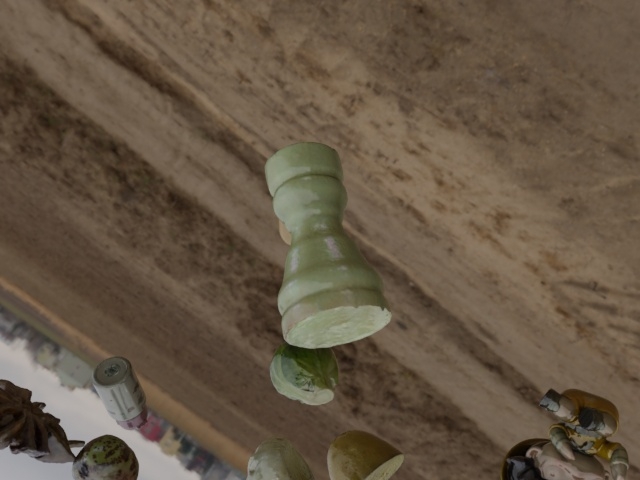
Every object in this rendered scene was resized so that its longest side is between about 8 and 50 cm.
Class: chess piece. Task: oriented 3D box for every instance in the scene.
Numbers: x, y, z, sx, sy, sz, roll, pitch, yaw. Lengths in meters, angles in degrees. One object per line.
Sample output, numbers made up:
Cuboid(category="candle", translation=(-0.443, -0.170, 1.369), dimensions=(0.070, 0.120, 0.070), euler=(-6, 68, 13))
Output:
Cuboid(category="chess piece", translation=(0.000, 0.000, 1.621), dimensions=(0.234, 0.442, 0.234), euler=(-9, 151, -5))

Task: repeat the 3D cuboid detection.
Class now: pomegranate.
Cuboid(category="pomegranate", translation=(-0.417, 0.465, 1.452), dimensions=(0.163, 0.125, 0.138), euler=(14, 127, 37))

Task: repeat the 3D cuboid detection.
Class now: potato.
Cuboid(category="potato", translation=(0.097, 0.571, 1.884), dimensions=(0.158, 0.203, 0.178), euler=(49, -176, 29))

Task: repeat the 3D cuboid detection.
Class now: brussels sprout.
Cuboid(category="brussels sprout", translation=(-0.044, 0.456, 2.498), dimensions=(0.271, 0.219, 0.210), euler=(51, 135, 46))

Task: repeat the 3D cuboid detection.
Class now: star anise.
Cuboid(category="star anise", translation=(-0.653, 0.397, 1.557), dimensions=(0.292, 0.109, 0.349), euler=(47, 177, 7))

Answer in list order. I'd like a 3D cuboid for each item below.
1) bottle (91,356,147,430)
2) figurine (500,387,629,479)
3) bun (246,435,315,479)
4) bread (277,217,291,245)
Cuboid(category="bottle", translation=(-0.539, 0.429, 1.981), dimensions=(0.110, 0.110, 0.233), euler=(23, 141, 30))
Cuboid(category="figurine", translation=(0.407, 0.371, 1.190), dimensions=(0.192, 0.257, 0.167), euler=(23, -167, 16))
Cuboid(category="bun", translation=(-0.094, 0.562, 1.639), dimensions=(0.231, 0.133, 0.231), euler=(59, -171, -15))
Cuboid(category="bread", translation=(-0.092, -0.065, 2.268), dimensions=(0.085, 0.134, 0.173), euler=(-7, 138, -3))
